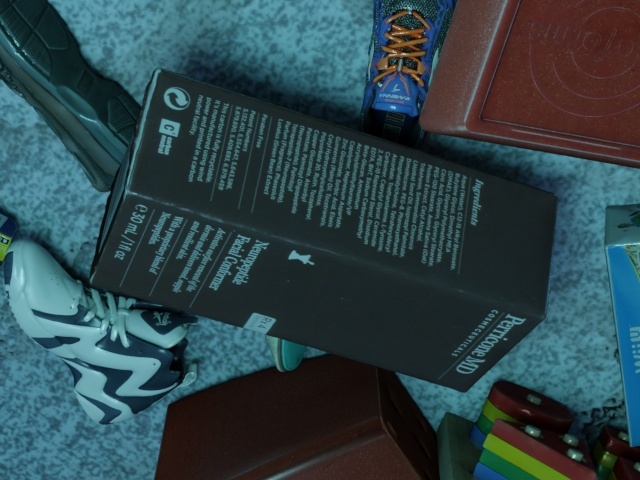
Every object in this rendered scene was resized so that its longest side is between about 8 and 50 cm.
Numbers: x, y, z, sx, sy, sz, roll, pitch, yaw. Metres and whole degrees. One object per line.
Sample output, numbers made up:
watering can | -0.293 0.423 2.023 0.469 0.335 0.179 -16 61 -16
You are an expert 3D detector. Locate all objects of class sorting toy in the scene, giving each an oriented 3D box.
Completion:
sorting toy | 0.248 0.229 1.443 0.255 0.257 0.089 22 100 -1

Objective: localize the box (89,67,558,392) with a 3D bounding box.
box | 0.000 0.000 1.355 0.381 0.143 0.191 15 150 -11

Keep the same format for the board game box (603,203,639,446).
board game box | 0.430 0.069 1.407 0.303 0.097 0.224 -6 114 14

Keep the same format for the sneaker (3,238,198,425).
sneaker | -0.208 0.078 1.530 0.153 0.094 0.235 -19 114 16

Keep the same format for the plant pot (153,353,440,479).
plant pot | 0.007 0.265 1.507 0.235 0.267 0.267 -30 108 11

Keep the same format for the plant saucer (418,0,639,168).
plant saucer | 0.243 -0.176 1.299 0.258 0.048 0.259 9 122 -14

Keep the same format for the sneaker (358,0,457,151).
sneaker | 0.078 -0.150 1.366 0.083 0.087 0.221 7 118 6

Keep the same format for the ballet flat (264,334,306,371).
ballet flat | -0.036 0.051 1.518 0.052 0.057 0.168 23 118 30

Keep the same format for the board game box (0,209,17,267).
board game box | -0.429 0.017 1.562 0.194 0.060 0.194 27 119 -4

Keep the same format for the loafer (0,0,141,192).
loafer | -0.266 -0.151 1.431 0.084 0.096 0.267 -33 109 30
